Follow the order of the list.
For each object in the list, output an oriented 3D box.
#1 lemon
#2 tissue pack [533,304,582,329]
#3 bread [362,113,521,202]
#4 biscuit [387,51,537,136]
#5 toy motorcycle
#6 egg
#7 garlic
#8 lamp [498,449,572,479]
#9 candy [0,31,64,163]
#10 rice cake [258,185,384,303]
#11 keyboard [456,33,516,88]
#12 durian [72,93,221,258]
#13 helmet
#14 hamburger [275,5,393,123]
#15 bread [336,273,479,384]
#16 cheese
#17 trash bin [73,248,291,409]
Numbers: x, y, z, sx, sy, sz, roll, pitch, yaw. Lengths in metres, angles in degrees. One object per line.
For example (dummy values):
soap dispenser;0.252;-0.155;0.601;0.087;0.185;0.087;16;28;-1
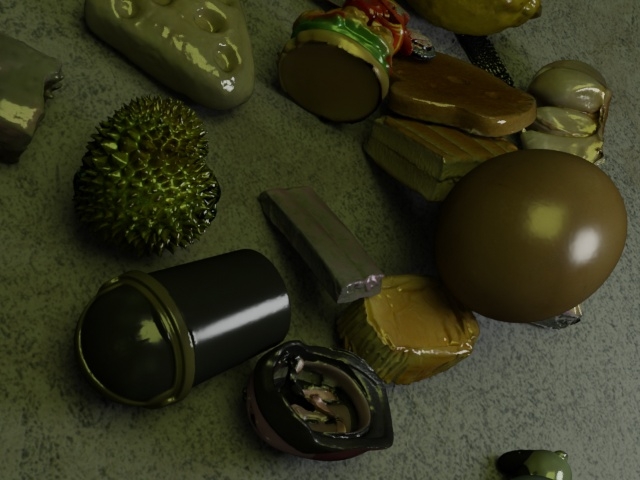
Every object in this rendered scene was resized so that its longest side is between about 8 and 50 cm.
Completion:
lemon;0.309;-0.574;2.277;0.285;0.285;0.316;-33;101;-36
tissue pack;0.411;0.031;2.128;0.215;0.123;0.257;14;62;-25
bread;0.243;-0.166;2.074;0.239;0.111;0.246;-4;30;-35
biscuit;0.247;-0.288;2.126;0.343;0.057;0.287;32;36;30
toy motorcycle;0.108;-0.465;2.183;0.298;0.089;0.171;46;42;19
egg;0.372;-0.013;1.892;0.374;0.301;0.301;-24;80;-38
garlic;0.510;-0.257;2.300;0.203;0.185;0.281;10;81;3
lamp;0.382;0.479;1.872;0.197;0.198;0.244;36;32;-10
candy;-0.529;-0.243;1.718;0.195;0.137;0.185;24;57;-15
rice cake;0.002;0.001;1.879;0.106;0.050;0.298;-8;40;-31
keyboard;0.370;-0.395;2.371;0.072;0.023;0.231;-21;79;-33
durian;-0.284;-0.099;1.716;0.224;0.291;0.291;-5;69;-22
helmet;-0.017;0.276;1.753;0.253;0.154;0.198;32;36;-37
hamburger;0.034;-0.347;2.041;0.237;0.237;0.149;29;56;-14
bread;0.155;0.162;1.911;0.250;0.133;0.179;-5;66;-34
cheese;-0.214;-0.412;1.982;0.328;0.129;0.351;43;55;-2
trash bin;-0.222;0.137;1.663;0.333;0.214;0.214;-17;76;-38
